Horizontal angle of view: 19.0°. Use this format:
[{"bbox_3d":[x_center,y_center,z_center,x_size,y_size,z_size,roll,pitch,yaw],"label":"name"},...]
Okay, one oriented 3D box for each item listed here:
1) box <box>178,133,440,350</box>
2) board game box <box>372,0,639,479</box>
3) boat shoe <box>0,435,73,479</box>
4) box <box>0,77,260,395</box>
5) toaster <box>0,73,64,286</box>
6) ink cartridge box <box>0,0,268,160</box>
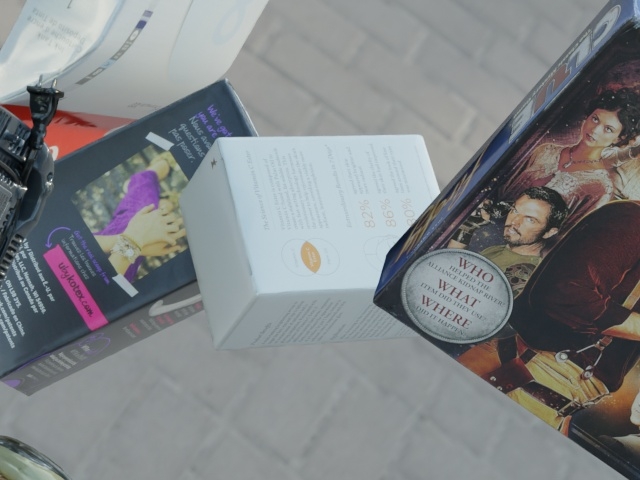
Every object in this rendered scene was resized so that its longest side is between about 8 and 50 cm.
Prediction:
[{"bbox_3d":[0.000,0.000,1.392,0.170,0.091,0.130,-2,62,-26],"label":"box"},{"bbox_3d":[0.166,0.030,0.749,0.243,0.165,0.042,34,32,-9],"label":"board game box"},{"bbox_3d":[-0.131,0.234,1.065,0.324,0.122,0.120,30,30,26],"label":"boat shoe"},{"bbox_3d":[-0.161,0.001,1.565,0.270,0.165,0.143,-26,81,-4],"label":"box"},{"bbox_3d":[-0.257,-0.015,1.083,0.146,0.227,0.129,21,-8,22],"label":"toaster"},{"bbox_3d":[-0.189,-0.139,1.723,0.091,0.385,0.308,31,10,14],"label":"ink cartridge box"}]
